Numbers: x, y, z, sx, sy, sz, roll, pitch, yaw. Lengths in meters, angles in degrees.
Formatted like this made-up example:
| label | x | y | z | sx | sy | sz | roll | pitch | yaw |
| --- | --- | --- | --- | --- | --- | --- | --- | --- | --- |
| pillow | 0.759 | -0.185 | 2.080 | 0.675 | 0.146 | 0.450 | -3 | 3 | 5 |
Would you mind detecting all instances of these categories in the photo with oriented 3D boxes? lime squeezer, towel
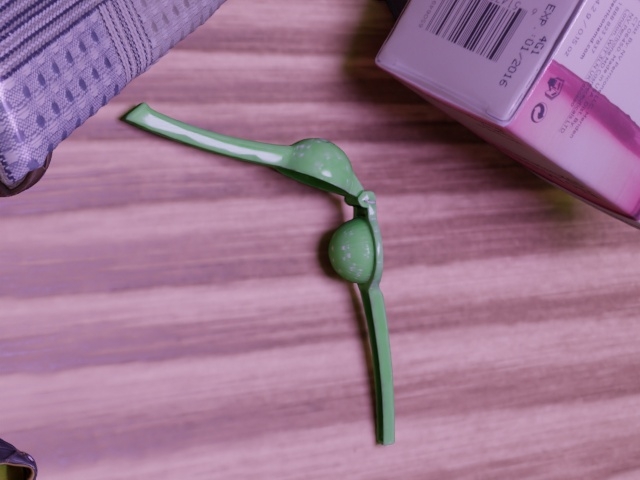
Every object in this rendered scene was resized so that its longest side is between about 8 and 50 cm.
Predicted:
| label | x | y | z | sx | sy | sz | roll | pitch | yaw |
| --- | --- | --- | --- | --- | --- | --- | --- | --- | --- |
| lime squeezer | 0.000 | 0.000 | 1.001 | 0.110 | 0.059 | 0.310 | -47 | 109 | -30 |
| towel | -0.179 | -0.229 | 0.832 | 0.312 | 0.056 | 0.324 | 66 | 28 | -18 |

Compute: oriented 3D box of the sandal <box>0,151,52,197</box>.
| label | x | y | z | sx | sy | sz | roll | pitch | yaw |
| --- | --- | --- | --- | --- | --- | --- | --- | --- | --- |
| sandal | -0.202 | -0.133 | 0.871 | 0.060 | 0.090 | 0.219 | 0 | 71 | -64 |

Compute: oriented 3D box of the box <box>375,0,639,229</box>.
| label | x | y | z | sx | sy | sz | roll | pitch | yaw |
| --- | --- | --- | --- | --- | --- | --- | --- | --- | --- |
| box | 0.180 | -0.114 | 1.031 | 0.232 | 0.148 | 0.127 | 28 | 94 | -44 |

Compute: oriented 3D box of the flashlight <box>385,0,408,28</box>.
| label | x | y | z | sx | sy | sz | roll | pitch | yaw |
| --- | --- | --- | --- | --- | --- | --- | --- | --- | --- |
| flashlight | 0.181 | -0.240 | 1.138 | 0.304 | 0.103 | 0.103 | -34 | 58 | -29 |

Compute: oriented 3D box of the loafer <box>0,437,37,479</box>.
| label | x | y | z | sx | sy | sz | roll | pitch | yaw |
| --- | --- | --- | --- | --- | --- | --- | --- | --- | --- |
| loafer | -0.241 | 0.165 | 0.811 | 0.170 | 0.061 | 0.062 | -34 | 103 | -32 |
